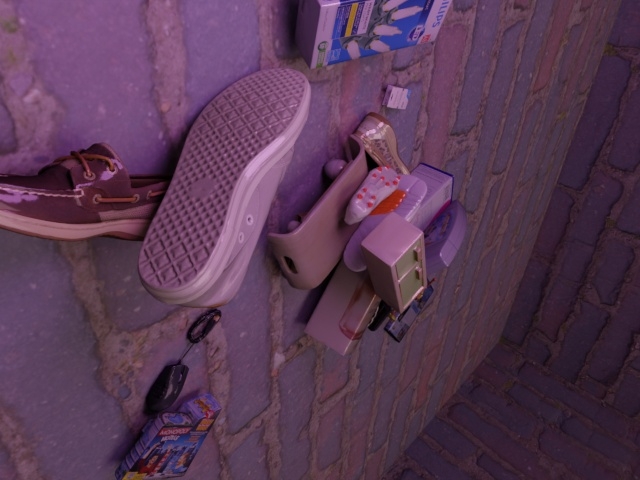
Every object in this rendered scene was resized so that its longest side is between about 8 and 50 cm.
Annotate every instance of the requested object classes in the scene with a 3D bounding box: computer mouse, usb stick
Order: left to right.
[{"bbox_3d":[-0.271,0.248,1.032,0.242,0.041,0.071,-58,147,-3],"label":"computer mouse"},{"bbox_3d":[0.191,0.215,1.550,0.278,0.045,0.077,105,7,-65],"label":"usb stick"}]

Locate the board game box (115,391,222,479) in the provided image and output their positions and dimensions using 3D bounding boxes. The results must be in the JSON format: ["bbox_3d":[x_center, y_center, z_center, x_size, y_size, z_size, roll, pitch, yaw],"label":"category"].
[{"bbox_3d":[-0.311,0.412,1.075,0.194,0.060,0.194,-53,149,-1],"label":"board game box"}]

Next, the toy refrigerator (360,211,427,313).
[{"bbox_3d":[0.173,0.060,1.126,0.102,0.094,0.269,-44,151,-13],"label":"toy refrigerator"}]

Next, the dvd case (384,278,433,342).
[{"bbox_3d":[0.338,0.258,1.906,0.253,0.022,0.180,-55,149,-8],"label":"dvd case"}]

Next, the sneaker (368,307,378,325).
[{"bbox_3d":[0.154,0.140,1.485,0.118,0.107,0.279,-12,129,-63],"label":"sneaker"}]

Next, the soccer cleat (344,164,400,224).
[{"bbox_3d":[0.109,-0.102,1.095,0.196,0.068,0.076,-45,177,-45],"label":"soccer cleat"}]

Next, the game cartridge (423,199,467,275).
[{"bbox_3d":[0.321,-0.004,1.451,0.198,0.062,0.297,-35,-165,39],"label":"game cartridge"}]

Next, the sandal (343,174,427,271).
[{"bbox_3d":[0.148,-0.038,1.182,0.265,0.102,0.076,-53,154,-3],"label":"sandal"}]

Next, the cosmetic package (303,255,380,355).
[{"bbox_3d":[0.094,0.139,1.342,0.296,0.129,0.153,-62,164,5],"label":"cosmetic package"}]

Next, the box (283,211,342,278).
[{"bbox_3d":[0.000,0.000,1.225,0.201,0.021,0.164,-14,125,-48],"label":"box"}]

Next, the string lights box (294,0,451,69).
[{"bbox_3d":[0.092,-0.393,0.865,0.259,0.077,0.133,-19,158,-17],"label":"string lights box"}]

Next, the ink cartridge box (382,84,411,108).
[{"bbox_3d":[0.175,-0.338,1.189,0.083,0.028,0.048,-12,125,-50],"label":"ink cartridge box"}]

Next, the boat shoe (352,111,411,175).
[{"bbox_3d":[0.145,-0.177,1.222,0.089,0.104,0.285,-46,135,-14],"label":"boat shoe"}]

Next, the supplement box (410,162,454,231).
[{"bbox_3d":[0.270,-0.104,1.432,0.220,0.114,0.111,-43,145,-27],"label":"supplement box"}]

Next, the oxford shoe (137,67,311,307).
[{"bbox_3d":[-0.129,-0.091,0.775,0.130,0.169,0.449,69,35,-56],"label":"oxford shoe"}]

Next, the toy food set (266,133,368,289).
[{"bbox_3d":[0.009,-0.057,1.119,0.306,0.092,0.220,-51,151,-22],"label":"toy food set"}]

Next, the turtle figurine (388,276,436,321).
[{"bbox_3d":[0.285,0.155,1.687,0.217,0.087,0.269,-46,155,-9],"label":"turtle figurine"}]

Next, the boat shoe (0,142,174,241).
[{"bbox_3d":[-0.306,-0.071,0.663,0.342,0.123,0.123,7,102,-60],"label":"boat shoe"}]
